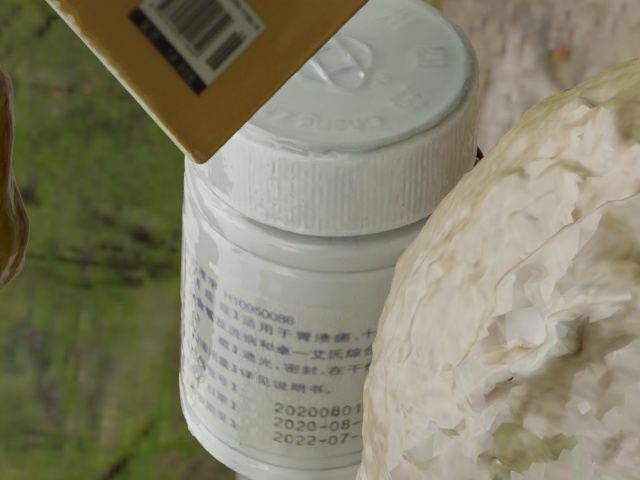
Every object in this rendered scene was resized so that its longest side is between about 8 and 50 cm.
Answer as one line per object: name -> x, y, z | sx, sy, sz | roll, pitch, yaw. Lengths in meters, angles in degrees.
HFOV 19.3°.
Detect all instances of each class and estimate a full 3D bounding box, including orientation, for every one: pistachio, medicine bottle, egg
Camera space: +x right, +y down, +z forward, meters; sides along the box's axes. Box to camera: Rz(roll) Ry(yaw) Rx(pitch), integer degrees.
pistachio -> -0.260, -0.041, 1.306 | 0.110, 0.100, 0.189 | -48, -31, -52
medicine bottle -> 0.000, 0.000, 1.283 | 0.190, 0.190, 0.332 | -91, 5, -45
egg -> 0.155, 0.050, 0.716 | 0.310, 0.279, 0.279 | -43, 26, 22

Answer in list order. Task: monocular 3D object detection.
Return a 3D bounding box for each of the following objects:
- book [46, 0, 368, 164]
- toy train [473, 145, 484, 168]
book -> -0.009, -0.261, 0.927 | 0.389, 0.269, 0.032 | -45, 26, -9
toy train -> 0.143, -0.002, 1.454 | 0.053, 0.249, 0.085 | -44, -13, 24
